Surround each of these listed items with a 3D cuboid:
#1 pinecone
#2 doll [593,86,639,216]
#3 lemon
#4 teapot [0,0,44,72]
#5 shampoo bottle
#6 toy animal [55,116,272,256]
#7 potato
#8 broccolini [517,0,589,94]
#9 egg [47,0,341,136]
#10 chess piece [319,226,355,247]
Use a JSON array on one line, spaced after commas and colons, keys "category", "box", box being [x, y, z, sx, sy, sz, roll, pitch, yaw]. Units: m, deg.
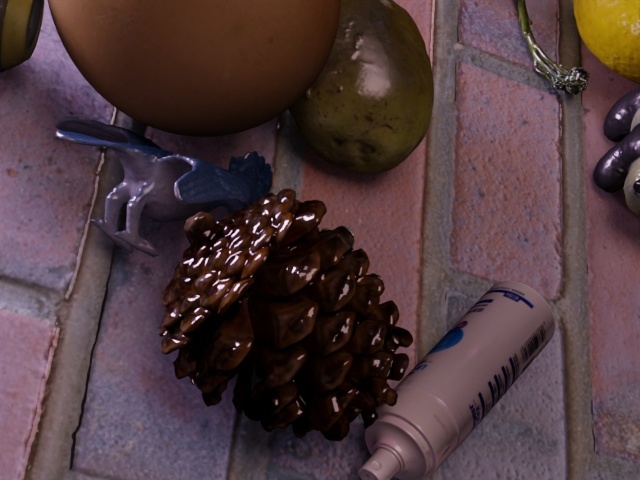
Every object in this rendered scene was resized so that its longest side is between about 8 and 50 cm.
[{"category": "pinecone", "box": [-0.038, 0.075, 1.248, 0.272, 0.224, 0.224, 46, 47, -24]}, {"category": "doll", "box": [0.443, -0.109, 1.665, 0.143, 0.135, 0.234, 26, 55, -7]}, {"category": "lemon", "box": [0.489, -0.324, 1.750, 0.319, 0.245, 0.245, 17, 52, 0]}, {"category": "teapot", "box": [-0.360, -0.223, 1.350, 0.119, 0.130, 0.166, 11, 86, -2]}, {"category": "shampoo bottle", "box": [0.137, 0.158, 1.361, 0.092, 0.092, 0.303, 45, 52, 6]}, {"category": "toy animal", "box": [-0.160, -0.068, 1.324, 0.176, 0.239, 0.255, -56, 136, -15]}, {"category": "potato", "box": [0.040, -0.199, 1.511, 0.197, 0.149, 0.228, 11, 57, -3]}, {"category": "broccolini", "box": [0.300, -0.271, 1.757, 0.052, 0.054, 0.194, -20, 67, -15]}, {"category": "egg", "box": [-0.139, -0.277, 1.369, 0.301, 0.301, 0.374, -2, 43, -28]}, {"category": "chess piece", "box": [0.000, 0.000, 1.428, 0.093, 0.042, 0.042, -7, 63, -36]}]
